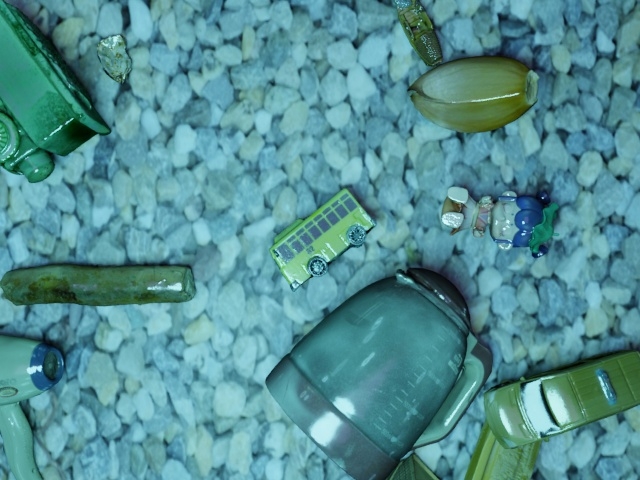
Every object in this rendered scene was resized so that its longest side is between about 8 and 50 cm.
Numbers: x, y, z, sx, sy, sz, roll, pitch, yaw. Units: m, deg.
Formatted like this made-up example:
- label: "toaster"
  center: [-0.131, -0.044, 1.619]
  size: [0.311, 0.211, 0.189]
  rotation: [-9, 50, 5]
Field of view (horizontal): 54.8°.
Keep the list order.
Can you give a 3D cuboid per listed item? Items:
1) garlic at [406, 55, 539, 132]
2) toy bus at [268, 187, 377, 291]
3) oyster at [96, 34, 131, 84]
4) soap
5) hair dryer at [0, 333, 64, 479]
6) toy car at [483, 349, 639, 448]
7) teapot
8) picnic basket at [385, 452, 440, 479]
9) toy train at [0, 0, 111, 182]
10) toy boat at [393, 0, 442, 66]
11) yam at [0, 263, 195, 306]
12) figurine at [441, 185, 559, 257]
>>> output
- label: "garlic"
  center: [0.240, -0.233, 1.011]
  size: [0.206, 0.128, 0.115]
  rotation: [-5, 133, 3]
- label: "toy bus"
  center: [0.000, 0.000, 1.022]
  size: [0.175, 0.088, 0.101]
  rotation: [-38, 88, -2]
- label: "oyster"
  center: [-0.352, -0.309, 1.061]
  size: [0.054, 0.019, 0.083]
  rotation: [-17, 87, -1]
- label: "soap"
  center: [0.293, 0.351, 0.987]
  size: [0.092, 0.037, 0.252]
  rotation: [30, 63, 1]
- label: "hair dryer"
  center: [-0.586, 0.284, 1.033]
  size: [0.295, 0.119, 0.299]
  rotation: [13, 103, 7]
- label: "toy car"
  center: [0.390, 0.245, 0.967]
  size: [0.256, 0.124, 0.101]
  rotation: [-11, 71, -19]
- label: "teapot"
  center: [0.126, 0.210, 0.971]
  size: [0.312, 0.233, 0.315]
  rotation: [-46, 119, -5]
- label: "picnic basket"
  center: [0.157, 0.432, 0.981]
  size: [0.079, 0.164, 0.115]
  rotation: [-43, 90, 9]
- label: "toy train"
  center: [-0.499, -0.229, 1.001]
  size: [0.201, 0.145, 0.266]
  rotation: [-36, 90, -3]
- label: "toy boat"
  center: [0.165, -0.362, 1.040]
  size: [0.047, 0.049, 0.149]
  rotation: [-27, 89, 1]
- label: "yam"
  center: [-0.371, 0.074, 1.035]
  size: [0.317, 0.067, 0.071]
  rotation: [-1, 62, 1]
- label: "figurine"
  center: [0.295, -0.043, 1.015]
  size: [0.194, 0.102, 0.112]
  rotation: [14, 93, 4]
